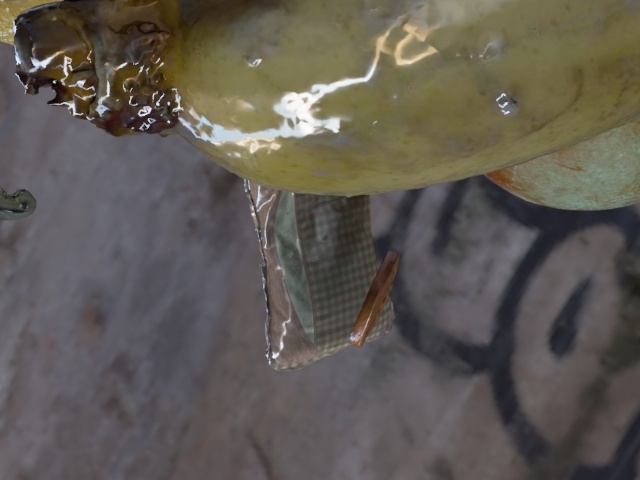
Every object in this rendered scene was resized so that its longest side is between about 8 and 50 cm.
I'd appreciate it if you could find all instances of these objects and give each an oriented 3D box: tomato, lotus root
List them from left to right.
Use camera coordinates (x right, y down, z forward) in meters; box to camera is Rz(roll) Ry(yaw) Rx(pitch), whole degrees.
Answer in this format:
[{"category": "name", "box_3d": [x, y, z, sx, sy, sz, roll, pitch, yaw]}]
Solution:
[{"category": "lotus root", "box_3d": [0.044, -0.105, 0.718, 0.151, 0.343, 0.169, 93, 154, -60]}, {"category": "tomato", "box_3d": [0.231, -0.146, 1.421, 0.270, 0.270, 0.223, 22, -168, -46]}]

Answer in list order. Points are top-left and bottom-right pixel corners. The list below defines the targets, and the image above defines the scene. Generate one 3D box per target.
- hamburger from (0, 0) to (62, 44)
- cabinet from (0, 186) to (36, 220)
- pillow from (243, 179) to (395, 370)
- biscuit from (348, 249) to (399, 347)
[{"category": "hamburger", "box_3d": [-0.111, -0.206, 1.243, 0.319, 0.158, 0.318, 6, 162, 2]}, {"category": "cabinet", "box_3d": [-0.452, 0.054, 1.498, 0.318, 0.289, 0.227, 25, 149, -30]}, {"category": "pillow", "box_3d": [-0.003, 0.000, 1.475, 0.135, 0.211, 0.034, -17, -160, -29]}, {"category": "biscuit", "box_3d": [0.043, 0.050, 1.399, 0.015, 0.078, 0.091, 23, -140, 5]}]
